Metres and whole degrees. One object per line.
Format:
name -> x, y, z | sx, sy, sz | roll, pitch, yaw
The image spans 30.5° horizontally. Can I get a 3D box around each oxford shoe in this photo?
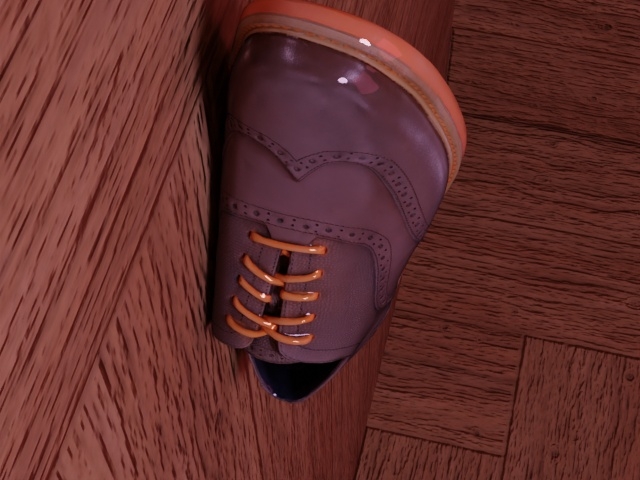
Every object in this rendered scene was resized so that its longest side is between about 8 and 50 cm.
oxford shoe -> 0.000, 0.000, 0.661 | 0.363, 0.130, 0.132 | 82, 27, -66
